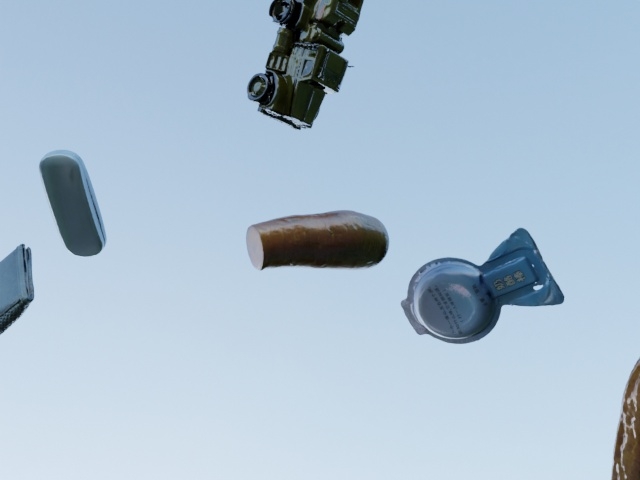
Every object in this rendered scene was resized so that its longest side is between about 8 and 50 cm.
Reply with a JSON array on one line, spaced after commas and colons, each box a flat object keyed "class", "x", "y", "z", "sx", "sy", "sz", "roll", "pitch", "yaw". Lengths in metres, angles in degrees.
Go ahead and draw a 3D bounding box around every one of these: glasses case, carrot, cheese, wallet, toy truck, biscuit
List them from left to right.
[{"class": "wallet", "x": -0.374, "y": 0.073, "z": 0.924, "sx": 0.129, "sy": 0.088, "sz": 0.026, "roll": -36, "pitch": -38, "yaw": 21}, {"class": "glasses case", "x": -0.381, "y": -0.055, "z": 1.234, "sx": 0.067, "sy": 0.045, "sz": 0.178, "roll": -3, "pitch": -62, "yaw": 11}, {"class": "toy truck", "x": -0.010, "y": -0.302, "z": 1.246, "sx": 0.127, "sy": 0.127, "sz": 0.257, "roll": 16, "pitch": -84, "yaw": -52}, {"class": "carrot", "x": 0.000, "y": 0.000, "z": 1.066, "sx": 0.193, "sy": 0.087, "sz": 0.087, "roll": 1, "pitch": -60, "yaw": -29}, {"class": "cheese", "x": 0.217, "y": 0.075, "z": 1.140, "sx": 0.244, "sy": 0.052, "sz": 0.135, "roll": -28, "pitch": -86, "yaw": 38}, {"class": "biscuit", "x": 0.315, "y": 0.143, "z": 0.689, "sx": 0.186, "sy": 0.036, "sz": 0.192, "roll": -24, "pitch": -55, "yaw": -29}]
